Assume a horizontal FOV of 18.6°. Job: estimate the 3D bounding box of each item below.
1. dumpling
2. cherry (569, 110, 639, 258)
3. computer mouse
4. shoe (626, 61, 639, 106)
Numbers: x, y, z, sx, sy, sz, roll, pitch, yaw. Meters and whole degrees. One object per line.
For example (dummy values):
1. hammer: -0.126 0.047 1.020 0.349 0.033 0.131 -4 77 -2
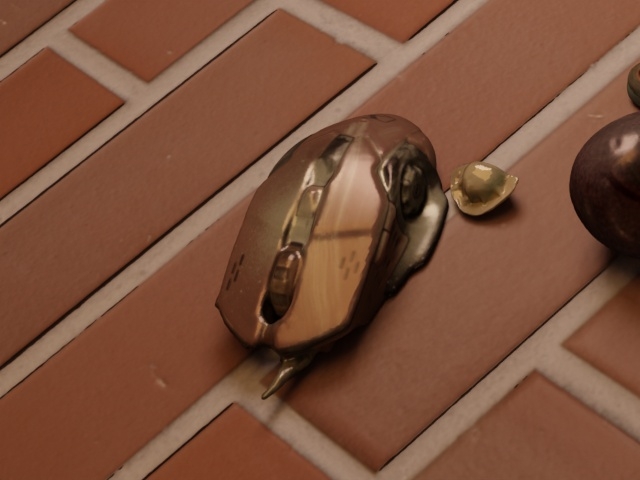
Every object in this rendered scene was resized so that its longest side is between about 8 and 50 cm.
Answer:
1. dumpling: 0.168 -0.053 2.049 0.077 0.043 0.059 18 72 16
2. cherry: 0.327 -0.057 1.919 0.176 0.140 0.176 -9 21 4
3. computer mouse: -0.002 -0.005 2.020 0.199 0.115 0.389 5 49 30
4. shoe: 0.398 -0.160 2.032 0.079 0.078 0.195 -43 43 -21
